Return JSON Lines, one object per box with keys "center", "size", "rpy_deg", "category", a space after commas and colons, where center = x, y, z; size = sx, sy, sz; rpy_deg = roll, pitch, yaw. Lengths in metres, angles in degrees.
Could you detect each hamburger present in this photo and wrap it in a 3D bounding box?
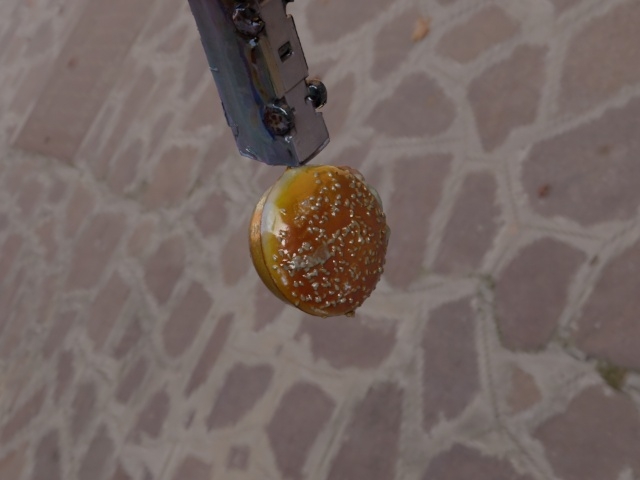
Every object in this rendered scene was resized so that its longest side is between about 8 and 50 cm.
{"center": [-0.003, -0.003, 1.882], "size": [0.147, 0.237, 0.236], "rpy_deg": [-16, 50, 41], "category": "hamburger"}

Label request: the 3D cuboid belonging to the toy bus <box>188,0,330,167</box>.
{"center": [-0.092, -0.257, 1.873], "size": [0.138, 0.317, 0.112], "rpy_deg": [3, 31, 36], "category": "toy bus"}
